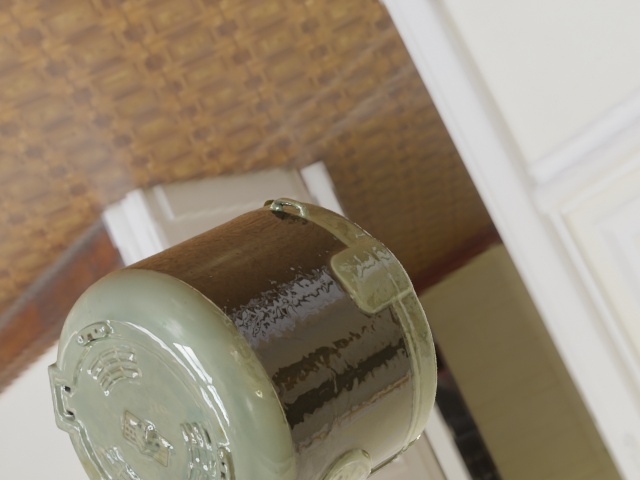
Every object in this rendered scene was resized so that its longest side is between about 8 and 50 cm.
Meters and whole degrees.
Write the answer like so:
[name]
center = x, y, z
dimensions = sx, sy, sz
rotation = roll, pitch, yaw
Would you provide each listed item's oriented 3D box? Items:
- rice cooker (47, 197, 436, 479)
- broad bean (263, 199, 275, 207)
[rice cooker]
center = -0.061, 0.122, 1.159
dimensions = 0.277, 0.288, 0.288
rotation = -26, 171, -45
[broad bean]
center = -0.001, 0.008, 1.611
dimensions = 0.046, 0.195, 0.061
rotation = 13, 100, -53
